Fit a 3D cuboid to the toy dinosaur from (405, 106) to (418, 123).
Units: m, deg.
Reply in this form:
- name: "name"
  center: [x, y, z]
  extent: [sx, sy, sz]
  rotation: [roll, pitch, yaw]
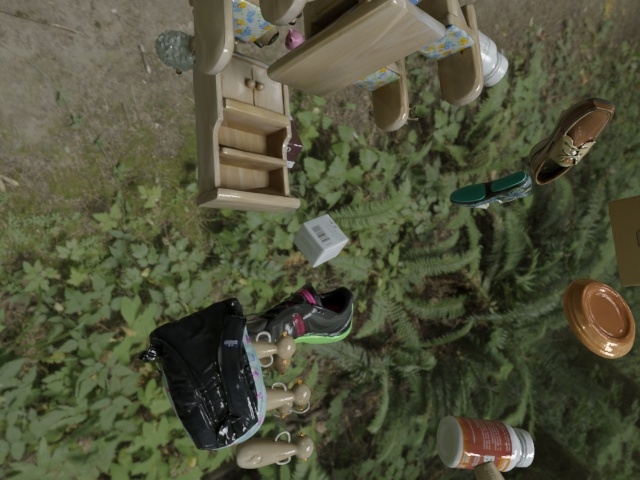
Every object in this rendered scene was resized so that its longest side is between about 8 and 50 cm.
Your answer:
- name: "toy dinosaur"
  center: [0.303, -0.469, 1.712]
  extent: [0.093, 0.183, 0.053]
  rotation: [-2, 114, -11]

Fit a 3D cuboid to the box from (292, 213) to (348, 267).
- name: "box"
  center: [0.000, 0.000, 1.284]
  extent: [0.102, 0.101, 0.087]
  rotation: [-23, 157, -41]

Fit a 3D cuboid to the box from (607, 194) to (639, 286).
- name: "box"
  center: [0.621, -0.011, 0.802]
  extent: [0.021, 0.201, 0.164]
  rotation: [10, 74, -39]

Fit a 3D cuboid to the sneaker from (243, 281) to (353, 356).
- name: "sneaker"
  center: [-0.093, 0.223, 1.404]
  extent: [0.483, 0.185, 0.202]
  rotation: [-7, 122, -42]

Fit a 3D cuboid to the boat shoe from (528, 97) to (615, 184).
- name: "boat shoe"
  center: [0.710, -0.265, 1.324]
  extent: [0.324, 0.123, 0.119]
  rotation: [100, 4, -67]

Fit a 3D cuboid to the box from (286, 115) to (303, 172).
- name: "box"
  center: [-0.184, -0.271, 1.390]
  extent: [0.169, 0.167, 0.203]
  rotation: [7, 136, -31]

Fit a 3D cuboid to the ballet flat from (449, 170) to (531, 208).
- name: "ballet flat"
  center: [0.405, -0.107, 1.105]
  extent: [0.070, 0.188, 0.070]
  rotation: [20, 64, -49]

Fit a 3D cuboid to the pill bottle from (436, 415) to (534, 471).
- name: "pill bottle"
  center: [0.417, 0.516, 1.176]
  extent: [0.216, 0.121, 0.121]
  rotation: [9, 120, -10]

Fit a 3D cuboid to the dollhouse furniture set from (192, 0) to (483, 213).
- name: "dollhouse furniture set"
  center: [-0.016, -0.205, 0.683]
  extent: [0.362, 0.394, 0.256]
  rotation: [2, 80, -45]

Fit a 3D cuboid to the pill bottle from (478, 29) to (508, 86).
- name: "pill bottle"
  center: [0.466, -0.577, 1.442]
  extent: [0.229, 0.131, 0.131]
  rotation: [20, 106, -28]

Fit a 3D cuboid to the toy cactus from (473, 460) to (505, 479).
- name: "toy cactus"
  center: [0.292, 0.445, 0.724]
  extent: [0.219, 0.180, 0.112]
  rotation: [-23, 156, 5]

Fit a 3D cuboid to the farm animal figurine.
- name: "farm animal figurine"
  center: [-0.136, -0.460, 0.958]
  extent: [0.172, 0.327, 0.330]
  rotation: [93, 22, -73]

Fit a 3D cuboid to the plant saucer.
- name: "plant saucer"
  center: [0.674, 0.178, 1.109]
  extent: [0.200, 0.200, 0.037]
  rotation: [-28, 166, -31]

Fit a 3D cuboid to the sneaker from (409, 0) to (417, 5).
- name: "sneaker"
  center: [0.149, -0.641, 1.177]
  extent: [0.330, 0.147, 0.129]
  rotation: [-6, 122, -44]

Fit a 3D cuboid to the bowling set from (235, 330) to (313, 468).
- name: "bowling set"
  center: [-0.107, 0.294, 0.966]
  extent: [0.154, 0.200, 0.286]
  rotation: [-4, 103, -11]

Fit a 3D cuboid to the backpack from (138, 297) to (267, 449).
- name: "backpack"
  center: [-0.141, 0.188, 0.639]
  extent: [0.152, 0.182, 0.115]
  rotation: [-25, 163, 0]
